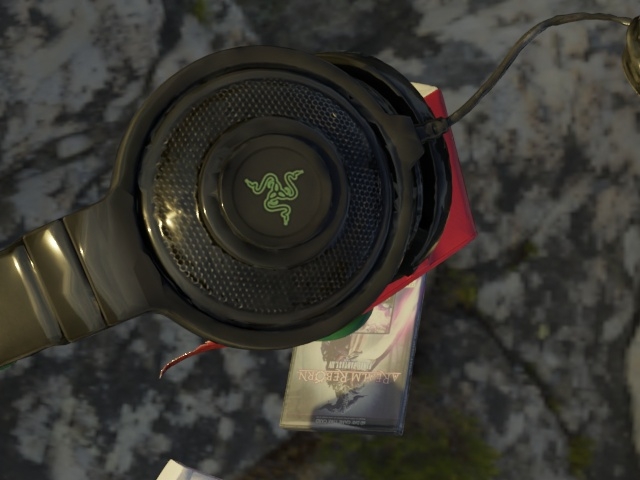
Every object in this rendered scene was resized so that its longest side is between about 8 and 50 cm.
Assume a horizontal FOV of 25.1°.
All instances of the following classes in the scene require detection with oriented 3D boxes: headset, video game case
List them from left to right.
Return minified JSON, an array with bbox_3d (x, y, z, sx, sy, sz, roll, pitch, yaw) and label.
[{"bbox_3d":[0.000,0.000,0.689,0.185,0.394,0.243,66,14,-1],"label":"headset"},{"bbox_3d":[0.051,0.154,2.158,0.026,0.196,0.274,44,51,-54],"label":"video game case"}]

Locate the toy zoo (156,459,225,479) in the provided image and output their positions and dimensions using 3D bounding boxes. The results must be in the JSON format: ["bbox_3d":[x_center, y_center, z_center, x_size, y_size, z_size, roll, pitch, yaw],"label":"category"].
[{"bbox_3d":[-0.111,0.346,1.492,0.293,0.030,0.192,27,85,-35],"label":"toy zoo"}]

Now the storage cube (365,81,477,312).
[{"bbox_3d":[0.032,-0.061,1.609,0.215,0.183,0.193,-31,121,-25],"label":"storage cube"}]

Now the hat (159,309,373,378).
[{"bbox_3d":[-0.054,0.103,1.772,0.173,0.208,0.184,-57,170,-45],"label":"hat"}]
